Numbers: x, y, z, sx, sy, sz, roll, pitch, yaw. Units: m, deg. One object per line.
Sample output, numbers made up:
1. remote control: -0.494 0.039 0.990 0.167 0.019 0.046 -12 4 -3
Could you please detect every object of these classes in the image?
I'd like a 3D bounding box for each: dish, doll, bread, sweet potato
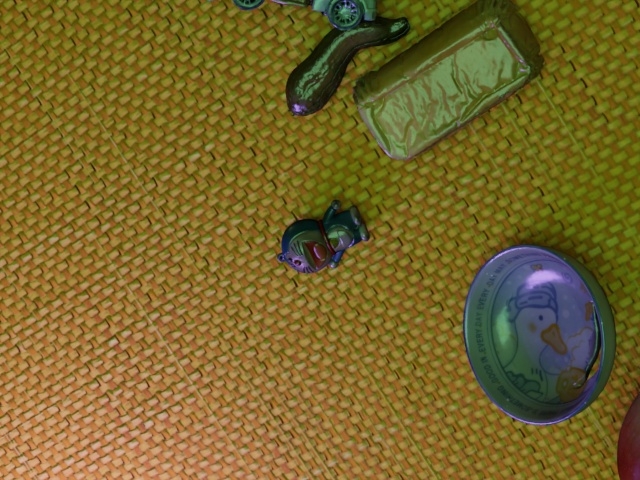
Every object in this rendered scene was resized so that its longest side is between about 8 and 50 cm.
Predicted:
1. dish: 0.363 0.138 1.832 0.273 0.133 0.274 7 99 50
2. doll: 0.000 0.000 1.905 0.151 0.085 0.114 -22 117 5
3. bread: 0.189 -0.241 1.787 0.288 0.119 0.153 -33 98 18
4. sweet potato: 0.030 -0.284 1.844 0.233 0.062 0.081 -40 107 14

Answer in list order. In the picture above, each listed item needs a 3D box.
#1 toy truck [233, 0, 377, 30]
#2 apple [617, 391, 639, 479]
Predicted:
1. toy truck: -0.032 -0.428 1.753 0.338 0.133 0.185 11 113 -4
2. apple: 0.596 0.323 1.740 0.319 0.319 0.277 24 126 5
